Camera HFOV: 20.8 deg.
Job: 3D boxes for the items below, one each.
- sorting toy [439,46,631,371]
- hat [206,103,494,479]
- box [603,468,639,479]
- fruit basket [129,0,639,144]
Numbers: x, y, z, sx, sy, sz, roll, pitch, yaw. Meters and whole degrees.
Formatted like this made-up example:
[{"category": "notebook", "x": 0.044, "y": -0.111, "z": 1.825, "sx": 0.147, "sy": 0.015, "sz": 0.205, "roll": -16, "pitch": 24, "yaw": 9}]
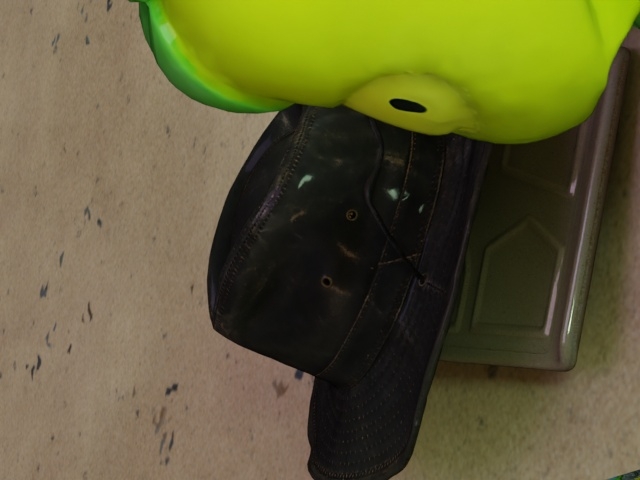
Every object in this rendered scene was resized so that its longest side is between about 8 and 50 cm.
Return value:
[{"category": "sorting toy", "x": 0.132, "y": -0.065, "z": 1.193, "sx": 0.229, "sy": 0.041, "sz": 0.307, "roll": -2, "pitch": 75, "yaw": 58}, {"category": "hat", "x": 0.000, "y": 0.000, "z": 1.191, "sx": 0.331, "sy": 0.134, "sz": 0.331, "roll": -166, "pitch": 90, "yaw": -73}, {"category": "box", "x": 0.158, "y": 0.257, "z": 0.724, "sx": 0.177, "sy": 0.279, "sz": 0.289, "roll": 0, "pitch": 100, "yaw": 63}, {"category": "fruit basket", "x": 0.129, "y": -0.126, "z": 0.666, "sx": 0.283, "sy": 0.392, "sz": 0.392, "roll": 47, "pitch": 138, "yaw": 0}]
